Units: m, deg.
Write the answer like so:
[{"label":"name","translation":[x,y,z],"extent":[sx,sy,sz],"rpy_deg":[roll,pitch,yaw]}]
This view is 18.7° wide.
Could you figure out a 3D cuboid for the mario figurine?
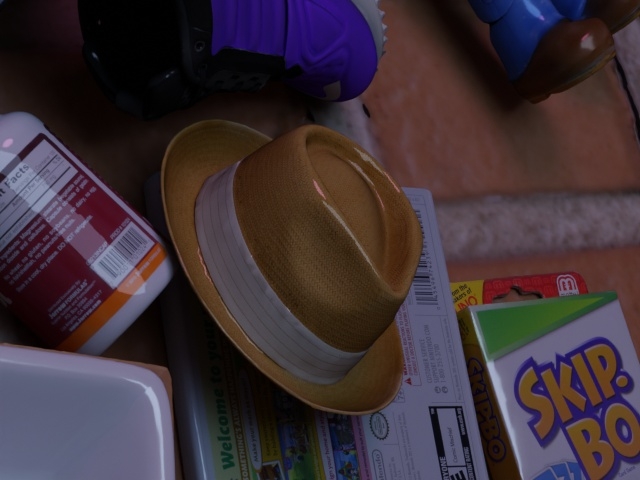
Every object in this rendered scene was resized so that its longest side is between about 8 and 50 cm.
[{"label":"mario figurine","translation":[0.097,-0.252,1.240],"extent":[0.170,0.198,0.320],"rpy_deg":[-40,101,4]}]

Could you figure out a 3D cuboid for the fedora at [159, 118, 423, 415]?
[{"label":"fedora","translation":[0.000,0.000,1.061],"extent":[0.194,0.079,0.194],"rpy_deg":[35,34,-28]}]

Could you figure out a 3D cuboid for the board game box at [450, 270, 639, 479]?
[{"label":"board game box","translation":[0.160,0.138,1.189],"extent":[0.124,0.039,0.259],"rpy_deg":[-4,67,-35]}]

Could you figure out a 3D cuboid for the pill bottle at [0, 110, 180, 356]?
[{"label":"pill bottle","translation":[-0.154,-0.012,1.027],"extent":[0.152,0.086,0.086],"rpy_deg":[44,52,-6]}]

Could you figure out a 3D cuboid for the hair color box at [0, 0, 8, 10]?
[{"label":"hair color box","translation":[-0.236,-0.193,1.047],"extent":[0.185,0.113,0.374],"rpy_deg":[39,52,-10]}]

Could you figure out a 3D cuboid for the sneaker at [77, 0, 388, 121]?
[{"label":"sneaker","translation":[-0.067,-0.125,1.089],"extent":[0.293,0.102,0.146],"rpy_deg":[42,67,-55]}]

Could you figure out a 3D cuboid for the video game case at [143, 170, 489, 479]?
[{"label":"video game case","translation":[0.000,0.064,1.128],"extent":[0.193,0.023,0.212],"rpy_deg":[3,67,-32]}]

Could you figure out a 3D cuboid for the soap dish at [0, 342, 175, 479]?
[{"label":"soap dish","translation":[-0.207,0.156,0.892],"extent":[0.291,0.118,0.229],"rpy_deg":[10,63,-29]}]
